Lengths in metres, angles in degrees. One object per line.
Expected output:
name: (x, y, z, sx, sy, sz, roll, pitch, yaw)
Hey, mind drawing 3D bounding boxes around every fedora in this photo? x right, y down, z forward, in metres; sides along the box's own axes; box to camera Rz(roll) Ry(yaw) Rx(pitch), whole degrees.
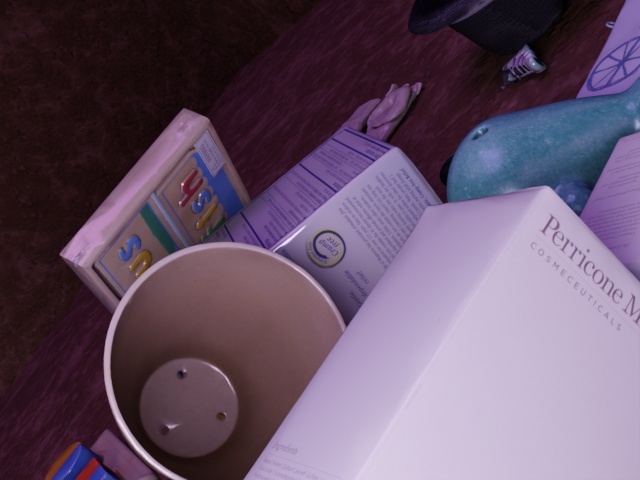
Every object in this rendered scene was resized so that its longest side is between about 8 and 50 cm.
fedora: (0.290, -0.391, 1.480, 0.334, 0.152, 0.334, -42, 19, 18)

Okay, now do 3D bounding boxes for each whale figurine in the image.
whale figurine: (0.245, -0.092, 0.966, 0.272, 0.141, 0.216, -38, 20, 28)

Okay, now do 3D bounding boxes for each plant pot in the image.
plant pot: (-0.127, 0.168, 1.068, 0.256, 0.256, 0.274, -57, 4, -26)

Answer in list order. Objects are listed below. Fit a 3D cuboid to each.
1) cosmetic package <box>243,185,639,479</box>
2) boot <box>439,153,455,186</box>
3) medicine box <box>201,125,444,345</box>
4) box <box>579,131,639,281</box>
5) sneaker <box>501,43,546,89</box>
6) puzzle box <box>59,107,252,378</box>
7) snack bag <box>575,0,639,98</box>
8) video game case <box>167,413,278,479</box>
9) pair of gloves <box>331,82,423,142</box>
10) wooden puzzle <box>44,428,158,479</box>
cosmetic package: (0.086, 0.176, 0.654, 0.385, 0.217, 0.156, -55, 19, -17)
boot: (0.191, -0.074, 1.223, 0.121, 0.045, 0.099, -29, 29, 44)
medicine box: (0.000, 0.000, 1.277, 0.289, 0.149, 0.263, -40, 18, -1)
box: (0.290, -0.013, 0.773, 0.130, 0.091, 0.170, -17, 34, 57)
sneaker: (0.288, -0.244, 1.371, 0.069, 0.038, 0.098, -44, 8, 18)
puzzle box: (-0.196, 0.033, 1.414, 0.052, 0.409, 0.272, 26, 69, 29)
snack bag: (0.451, -0.282, 1.064, 0.323, 0.037, 0.343, -20, 33, 55)
video game case: (-0.096, 0.257, 1.201, 0.248, 0.035, 0.275, -47, 18, 2)
pair of gloves: (0.081, -0.212, 1.776, 0.204, 0.042, 0.240, -55, 19, -21)
wooden puzzle: (-0.411, 0.445, 1.465, 0.322, 0.080, 0.348, -53, 18, -14)
